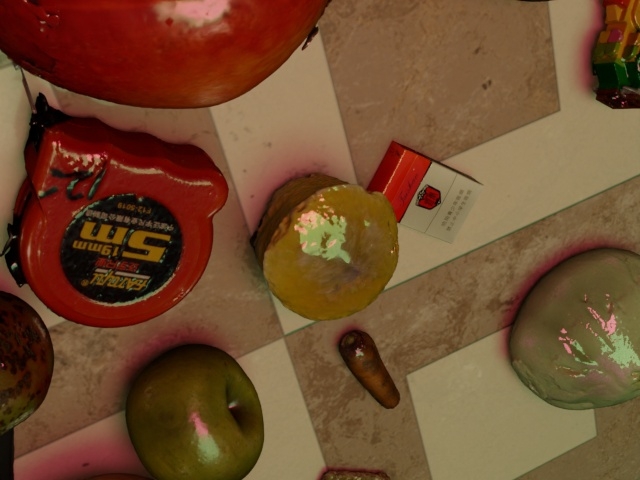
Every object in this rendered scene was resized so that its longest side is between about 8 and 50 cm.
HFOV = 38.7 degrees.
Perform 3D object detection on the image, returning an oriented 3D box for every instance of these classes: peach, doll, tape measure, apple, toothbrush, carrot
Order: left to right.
[{"bbox_3d":[-0.324,-0.169,1.000,0.008,0.097,0.006,-29,143,-2],"label":"toothbrush"},{"bbox_3d":[-0.252,-0.022,1.092,0.253,0.114,0.261,12,112,-29],"label":"tape measure"},{"bbox_3d":[-0.169,-0.285,0.869,0.369,0.370,0.370,-10,117,-20],"label":"peach"},{"bbox_3d":[-0.167,0.237,1.213,0.156,0.196,0.196,-20,124,13],"label":"apple"},{"bbox_3d":[0.076,0.197,1.384,0.055,0.055,0.161,-35,130,-5],"label":"carrot"},{"bbox_3d":[0.449,-0.272,1.291,0.134,0.106,0.187,-12,102,-25],"label":"doll"}]

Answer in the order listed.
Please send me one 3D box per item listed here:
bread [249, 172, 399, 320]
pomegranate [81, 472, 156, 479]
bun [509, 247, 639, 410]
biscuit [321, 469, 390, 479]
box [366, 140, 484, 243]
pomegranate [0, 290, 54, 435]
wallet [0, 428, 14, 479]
[{"bbox_3d":[0.004,0.002,1.182,0.197,0.170,0.197,-9,115,-19],"label":"bread"},{"bbox_3d":[-0.261,0.497,1.192,0.411,0.411,0.412,-10,117,-20],"label":"pomegranate"},{"bbox_3d":[0.458,0.164,1.458,0.293,0.187,0.293,-9,119,-18],"label":"bun"},{"bbox_3d":[0.024,0.481,1.508,0.131,0.026,0.237,11,109,-26],"label":"biscuit"},{"bbox_3d":[0.145,-0.066,1.291,0.152,0.048,0.100,21,102,-28],"label":"box"},{"bbox_3d":[-0.411,0.118,1.061,0.198,0.246,0.198,-9,154,-5],"label":"pomegranate"},{"bbox_3d":[-0.483,0.359,1.219,0.146,0.030,0.286,-5,114,-26],"label":"wallet"}]
